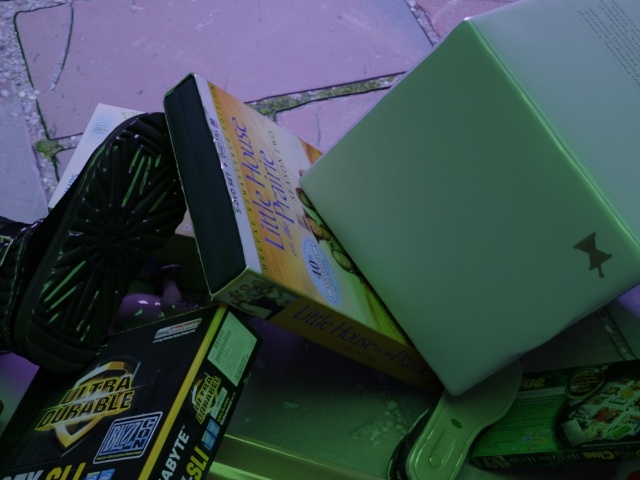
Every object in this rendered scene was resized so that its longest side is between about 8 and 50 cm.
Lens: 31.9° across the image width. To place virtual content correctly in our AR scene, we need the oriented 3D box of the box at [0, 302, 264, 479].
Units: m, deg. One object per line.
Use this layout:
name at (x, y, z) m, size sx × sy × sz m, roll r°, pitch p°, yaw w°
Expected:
box at (-0.234, 0.213, 1.210) m, size 0.322 × 0.079 × 0.257 m, roll -17°, pitch 39°, yaw 39°

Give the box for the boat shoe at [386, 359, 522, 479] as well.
boat shoe at (0.163, 0.216, 1.369) m, size 0.084 × 0.079 × 0.233 m, roll 45°, pitch 60°, yaw -3°

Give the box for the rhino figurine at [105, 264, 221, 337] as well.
rhino figurine at (-0.198, 0.088, 1.437) m, size 0.243 × 0.073 × 0.106 m, roll -3°, pitch 81°, yaw -9°

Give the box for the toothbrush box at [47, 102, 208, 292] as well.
toothbrush box at (-0.198, -0.053, 1.529) m, size 0.283 × 0.122 × 0.206 m, roll 12°, pitch 50°, yaw 5°

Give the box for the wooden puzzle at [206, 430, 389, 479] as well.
wooden puzzle at (-0.069, 0.392, 1.181) m, size 0.322 × 0.080 × 0.348 m, roll 18°, pitch 55°, yaw -6°

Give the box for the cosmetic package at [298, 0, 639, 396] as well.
cosmetic package at (0.266, -0.082, 1.349) m, size 0.394 × 0.329 × 0.327 m, roll -28°, pitch 80°, yaw -47°

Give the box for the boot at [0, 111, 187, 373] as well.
boot at (-0.319, -0.012, 1.362) m, size 0.260 × 0.131 × 0.348 m, roll 10°, pitch 63°, yaw 49°

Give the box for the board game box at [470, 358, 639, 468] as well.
board game box at (0.306, 0.203, 1.319) m, size 0.260 × 0.030 × 0.136 m, roll -14°, pitch 36°, yaw 44°

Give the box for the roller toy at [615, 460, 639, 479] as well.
roller toy at (0.439, 0.293, 1.263) m, size 0.146 × 0.191 × 0.209 m, roll -27°, pitch 47°, yaw -25°

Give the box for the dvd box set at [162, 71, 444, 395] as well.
dvd box set at (0.000, 0.000, 1.367) m, size 0.420 × 0.062 × 0.307 m, roll 29°, pitch 32°, yaw -44°

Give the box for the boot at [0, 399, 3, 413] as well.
boot at (-0.533, 0.236, 1.282) m, size 0.283 × 0.109 × 0.220 m, roll 22°, pitch 56°, yaw 3°
